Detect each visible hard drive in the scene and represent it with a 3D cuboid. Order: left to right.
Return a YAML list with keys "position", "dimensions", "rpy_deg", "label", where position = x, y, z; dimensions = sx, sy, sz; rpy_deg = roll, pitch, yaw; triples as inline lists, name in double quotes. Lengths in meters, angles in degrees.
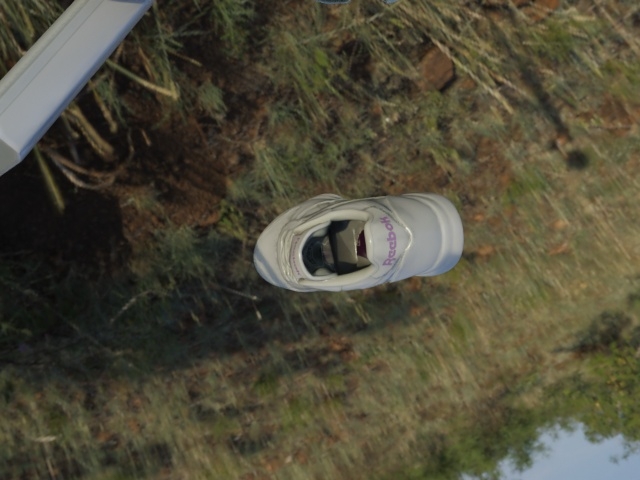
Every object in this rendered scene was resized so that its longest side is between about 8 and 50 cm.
- position: [-0.212, -0.195, 0.624]
  dimensions: [0.233, 0.047, 0.353]
  rpy_deg: [-10, -135, 51]
  label: "hard drive"

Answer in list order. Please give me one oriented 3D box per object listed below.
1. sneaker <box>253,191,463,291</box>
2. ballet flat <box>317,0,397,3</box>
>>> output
- position: [0.000, 0.000, 0.748]
  dimensions: [0.152, 0.114, 0.305]
  rpy_deg: [-8, 178, -40]
  label: "sneaker"
- position: [0.052, -0.290, 0.730]
  dimensions: [0.232, 0.080, 0.073]
  rpy_deg: [-3, 145, -16]
  label: "ballet flat"
